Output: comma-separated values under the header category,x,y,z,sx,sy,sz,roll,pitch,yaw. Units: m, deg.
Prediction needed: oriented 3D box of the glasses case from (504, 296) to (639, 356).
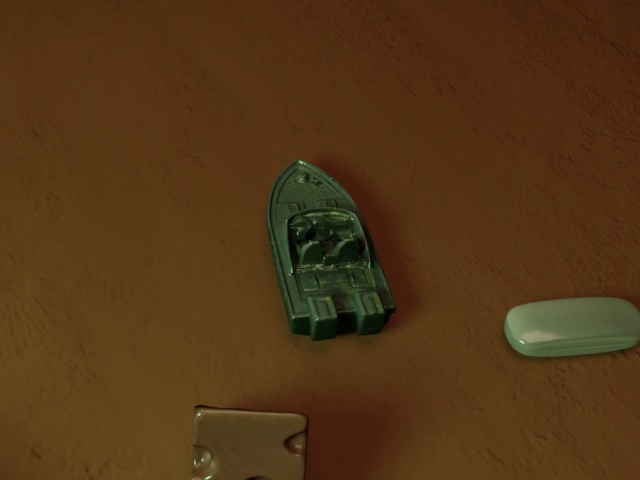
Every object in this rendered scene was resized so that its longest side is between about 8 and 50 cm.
category,x,y,z,sx,sy,sz,roll,pitch,yaw
glasses case,0.341,0.115,1.255,0.193,0.049,0.074,-3,48,-12

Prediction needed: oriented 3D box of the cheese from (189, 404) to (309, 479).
category,x,y,z,sx,sy,sz,roll,pitch,yaw
cheese,-0.082,0.235,1.027,0.128,0.203,0.177,2,19,-3

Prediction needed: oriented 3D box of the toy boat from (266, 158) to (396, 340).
category,x,y,z,sx,sy,sz,roll,pitch,yaw
toy boat,0.000,0.000,1.287,0.141,0.092,0.320,-5,47,-14
